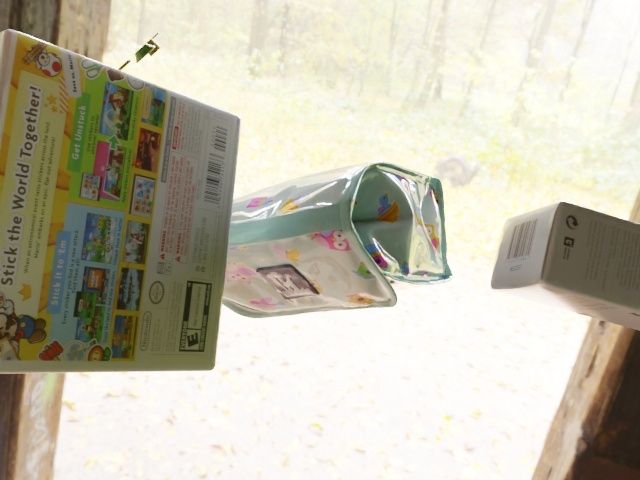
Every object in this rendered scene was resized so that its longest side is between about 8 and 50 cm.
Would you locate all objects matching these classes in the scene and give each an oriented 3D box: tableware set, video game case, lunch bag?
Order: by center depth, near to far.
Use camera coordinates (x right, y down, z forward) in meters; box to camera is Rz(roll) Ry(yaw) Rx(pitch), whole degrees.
[{"bbox_3d":[-0.155,-0.014,0.482,0.026,0.227,0.206,0,-8,42],"label":"video game case"},{"bbox_3d":[0.000,0.000,0.700,0.223,0.160,0.262,-8,-3,30],"label":"lunch bag"},{"bbox_3d":[-0.303,-0.256,0.968,0.024,0.154,0.104,48,20,-22],"label":"tableware set"}]

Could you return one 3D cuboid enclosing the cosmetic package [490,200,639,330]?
[{"bbox_3d":[0.299,0.038,0.614,0.230,0.086,0.117,17,-8,-6],"label":"cosmetic package"}]
